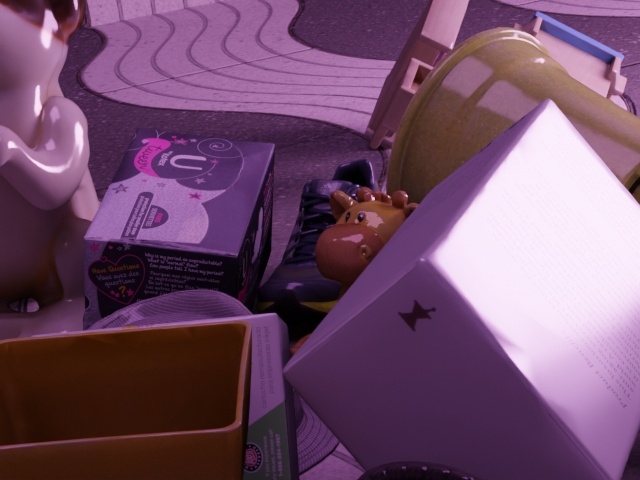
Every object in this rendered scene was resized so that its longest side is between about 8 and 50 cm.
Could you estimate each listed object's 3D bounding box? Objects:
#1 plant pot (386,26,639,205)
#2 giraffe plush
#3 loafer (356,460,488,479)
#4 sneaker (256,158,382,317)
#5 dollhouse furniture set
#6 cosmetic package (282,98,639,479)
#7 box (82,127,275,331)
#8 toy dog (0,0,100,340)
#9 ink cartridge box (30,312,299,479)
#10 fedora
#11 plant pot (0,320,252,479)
[{"bbox_3d":[0.254,-0.059,2.034,0.276,0.276,0.254,-21,35,-39],"label":"plant pot"},{"bbox_3d":[0.055,0.041,1.880,0.181,0.170,0.210,0,19,17],"label":"giraffe plush"},{"bbox_3d":[0.170,0.257,1.319,0.366,0.134,0.130,18,-6,33],"label":"loafer"},{"bbox_3d":[0.000,0.000,2.092,0.111,0.121,0.300,0,20,16],"label":"sneaker"},{"bbox_3d":[0.235,-0.155,2.580,0.303,0.198,0.286,25,44,-4],"label":"dollhouse furniture set"},{"bbox_3d":[0.162,0.067,1.627,0.161,0.230,0.453,-39,3,26],"label":"cosmetic package"},{"bbox_3d":[-0.145,0.001,2.002,0.163,0.142,0.247,7,30,5],"label":"box"},{"bbox_3d":[-0.344,-0.113,2.076,0.284,0.408,0.395,3,21,22],"label":"toy dog"},{"bbox_3d":[-0.130,0.148,1.615,0.212,0.154,0.093,-5,-8,4],"label":"ink cartridge box"},{"bbox_3d":[-0.120,0.124,1.757,0.275,0.124,0.243,12,26,41],"label":"fedora"},{"bbox_3d":[-0.152,0.192,1.468,0.212,0.187,0.212,-5,19,2],"label":"plant pot"}]
